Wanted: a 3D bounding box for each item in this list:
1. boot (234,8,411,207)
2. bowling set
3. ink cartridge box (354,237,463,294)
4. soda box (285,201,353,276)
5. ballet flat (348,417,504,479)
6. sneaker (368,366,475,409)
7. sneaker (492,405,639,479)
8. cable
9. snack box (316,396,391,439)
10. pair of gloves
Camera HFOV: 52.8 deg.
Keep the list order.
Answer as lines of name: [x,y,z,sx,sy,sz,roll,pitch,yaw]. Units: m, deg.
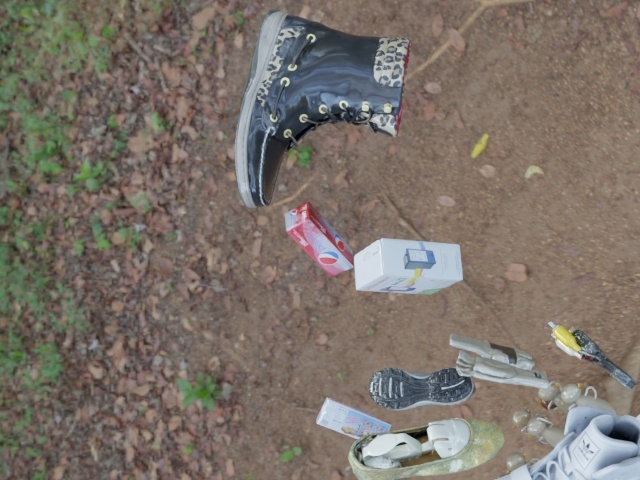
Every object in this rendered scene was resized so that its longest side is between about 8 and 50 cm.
boot: [0.005,-0.231,1.195,0.283,0.138,0.378,9,80,7]
bowling set: [0.532,0.421,1.544,0.287,0.154,0.200,-54,18,14]
ink cartridge box: [0.205,0.065,1.529,0.154,0.212,0.093,140,133,-61]
soda box: [0.000,0.000,2.004,0.092,0.263,0.084,-26,42,22]
ballet flat: [0.224,0.451,1.413,0.348,0.123,0.123,-17,73,14]
sneaker: [0.244,0.365,1.564,0.271,0.108,0.101,-6,67,27]
sneaker: [0.389,0.390,1.068,0.137,0.365,0.210,-113,11,-50]
cable: [0.662,0.297,1.557,0.072,0.139,0.287,-42,24,9]
snack box: [0.081,0.441,1.558,0.064,0.178,0.022,-65,15,0]
pair of gloves: [0.403,0.283,1.489,0.204,0.240,0.042,12,100,2]
